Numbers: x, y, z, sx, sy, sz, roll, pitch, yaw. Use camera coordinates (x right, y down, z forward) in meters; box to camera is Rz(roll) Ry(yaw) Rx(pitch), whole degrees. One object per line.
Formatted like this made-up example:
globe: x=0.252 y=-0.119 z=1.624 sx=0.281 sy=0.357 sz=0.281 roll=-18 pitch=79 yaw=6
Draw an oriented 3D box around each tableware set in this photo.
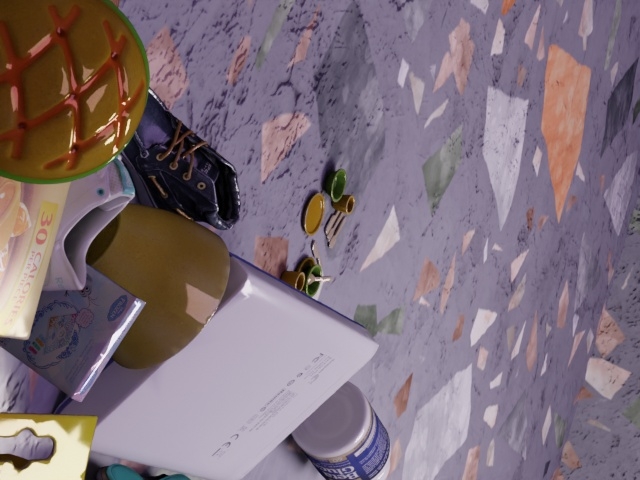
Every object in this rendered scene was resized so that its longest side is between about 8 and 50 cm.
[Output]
tableware set: x=0.000 y=0.000 z=1.728 sx=0.154 sy=0.024 sz=0.104 roll=-60 pitch=152 yaw=-32

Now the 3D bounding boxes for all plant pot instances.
plant pot: x=-0.155 y=0.023 z=1.280 sx=0.095 sy=0.134 sz=0.134 roll=41 pitch=63 yaw=-37

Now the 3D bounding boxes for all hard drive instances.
hard drive: x=-0.084 y=0.127 z=1.448 sx=0.210 sy=0.040 sz=0.318 roll=-43 pitch=155 yaw=7

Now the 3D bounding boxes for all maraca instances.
maraca: x=-0.183 y=-0.103 z=0.947 sx=0.185 sy=0.099 sz=0.127 roll=21 pitch=90 yaw=-37

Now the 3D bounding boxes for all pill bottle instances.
pill bottle: x=0.029 y=0.232 z=1.836 sx=0.094 sy=0.094 sz=0.169 roll=-67 pitch=155 yaw=-21

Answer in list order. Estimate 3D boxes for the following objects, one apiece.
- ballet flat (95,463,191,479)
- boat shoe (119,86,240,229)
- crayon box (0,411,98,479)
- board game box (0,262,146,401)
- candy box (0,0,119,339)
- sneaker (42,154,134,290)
ballet flat: x=-0.167 y=0.246 z=1.433 sx=0.203 sy=0.074 sz=0.074 roll=31 pitch=74 yaw=-71
boat shoe: x=-0.122 y=-0.077 z=1.327 sx=0.065 sy=0.083 sz=0.183 roll=-65 pitch=154 yaw=-25
crayon box: x=-0.280 y=0.272 z=1.168 sx=0.202 sy=0.081 sz=0.318 roll=19 pitch=86 yaw=-67
board game box: x=-0.193 y=0.062 z=1.209 sx=0.090 sy=0.090 sz=0.020 roll=-57 pitch=154 yaw=-3
candy box: x=-0.234 y=-0.100 z=1.051 sx=0.183 sy=0.087 sz=0.316 roll=17 pitch=87 yaw=-66
sneaker: x=-0.177 y=-0.062 z=1.197 sx=0.080 sy=0.094 sz=0.212 roll=25 pitch=80 yaw=-65
